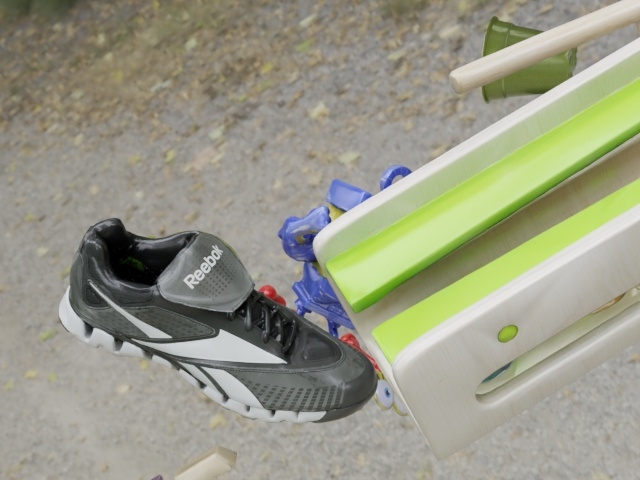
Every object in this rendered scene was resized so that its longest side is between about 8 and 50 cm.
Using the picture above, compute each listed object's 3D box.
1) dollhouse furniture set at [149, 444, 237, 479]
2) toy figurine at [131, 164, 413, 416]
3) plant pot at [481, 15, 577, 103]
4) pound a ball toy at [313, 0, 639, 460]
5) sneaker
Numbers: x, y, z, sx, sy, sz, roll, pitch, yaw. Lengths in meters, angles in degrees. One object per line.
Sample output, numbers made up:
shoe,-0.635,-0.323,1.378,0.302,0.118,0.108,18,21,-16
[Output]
dollhouse furniture set,-0.115,0.259,0.958,0.114,0.081,0.091,-32,12,6
toy figurine,0.000,0.000,1.026,0.217,0.362,0.191,-57,32,6
plant pot,0.200,-0.168,0.966,0.079,0.083,0.083,8,51,21
pound a ball toy,0.157,-0.029,0.637,0.319,0.136,0.208,-31,43,-3
sneaker,-0.070,0.050,0.691,0.234,0.106,0.078,20,44,8
